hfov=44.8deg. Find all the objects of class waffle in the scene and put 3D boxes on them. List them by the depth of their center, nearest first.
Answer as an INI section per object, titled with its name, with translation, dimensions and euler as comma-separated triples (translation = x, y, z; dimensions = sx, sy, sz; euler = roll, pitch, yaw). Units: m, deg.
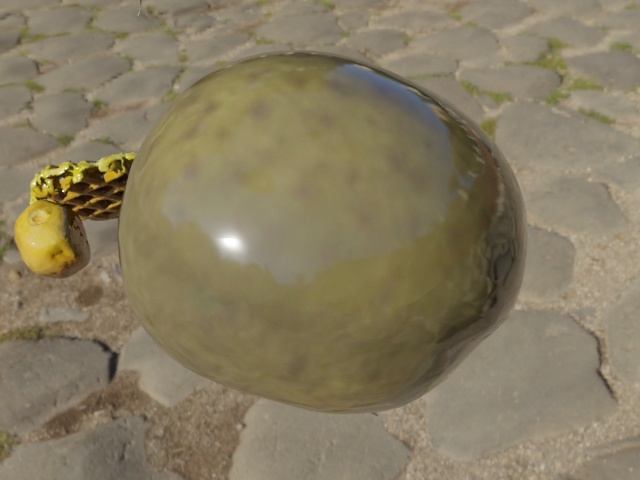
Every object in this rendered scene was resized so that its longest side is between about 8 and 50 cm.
[waffle]
translation = -0.392, -0.095, 1.460
dimensions = 0.302, 0.325, 0.068
euler = -10, 78, -15

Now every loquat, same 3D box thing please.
[loquat]
translation = -0.440, 0.001, 1.284
dimensions = 0.113, 0.137, 0.137
euler = -38, 42, -8

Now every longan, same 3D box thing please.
[longan]
translation = 0.000, 0.000, 0.699
dimensions = 0.361, 0.361, 0.361
euler = -2, 34, 1

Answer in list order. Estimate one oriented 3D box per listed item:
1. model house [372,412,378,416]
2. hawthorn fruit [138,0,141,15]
[model house]
translation = 0.051, 0.162, 1.284
dimensions = 0.136, 0.219, 0.207
euler = -43, 54, 2
[hawthorn fruit]
translation = -0.323, -0.503, 1.347
dimensions = 0.149, 0.189, 0.149
euler = -10, 67, 24
